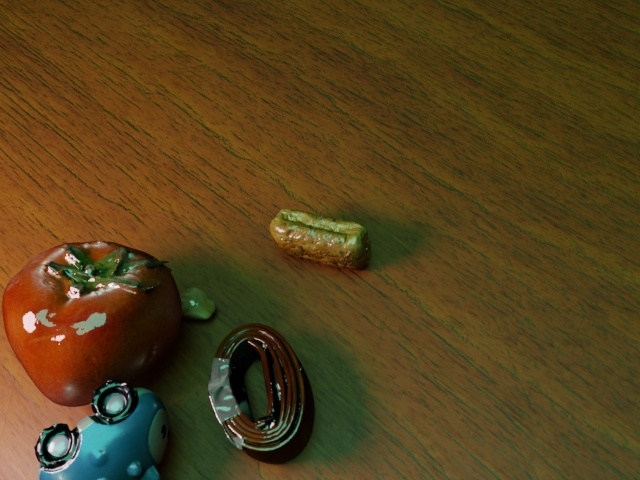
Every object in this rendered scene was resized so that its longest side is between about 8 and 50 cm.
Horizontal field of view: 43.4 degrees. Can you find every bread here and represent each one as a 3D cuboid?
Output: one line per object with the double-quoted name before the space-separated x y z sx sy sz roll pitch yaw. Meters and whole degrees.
"bread" 0.000 0.000 1.681 0.210 0.114 0.083 13 63 21

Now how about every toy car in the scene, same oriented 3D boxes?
"toy car" -0.375 0.389 1.450 0.255 0.188 0.190 -38 68 -19

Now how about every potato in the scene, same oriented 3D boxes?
"potato" -0.259 0.135 1.674 0.083 0.062 0.068 29 80 2

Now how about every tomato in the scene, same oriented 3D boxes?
"tomato" -0.439 0.157 1.566 0.341 0.273 0.341 3 34 -2

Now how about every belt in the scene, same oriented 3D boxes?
"belt" -0.113 0.286 1.517 0.184 0.105 0.262 -14 57 3
